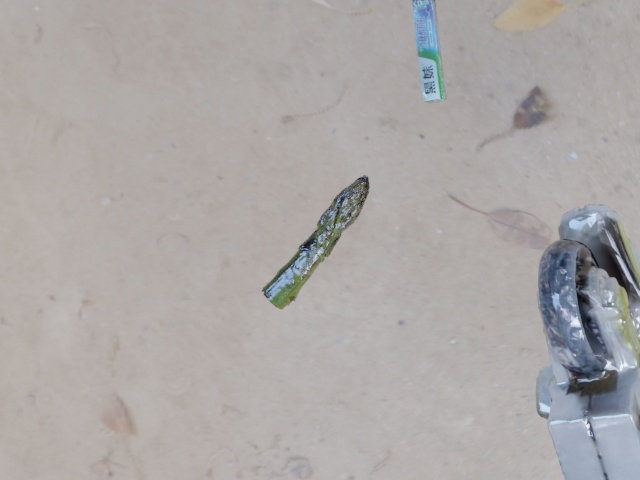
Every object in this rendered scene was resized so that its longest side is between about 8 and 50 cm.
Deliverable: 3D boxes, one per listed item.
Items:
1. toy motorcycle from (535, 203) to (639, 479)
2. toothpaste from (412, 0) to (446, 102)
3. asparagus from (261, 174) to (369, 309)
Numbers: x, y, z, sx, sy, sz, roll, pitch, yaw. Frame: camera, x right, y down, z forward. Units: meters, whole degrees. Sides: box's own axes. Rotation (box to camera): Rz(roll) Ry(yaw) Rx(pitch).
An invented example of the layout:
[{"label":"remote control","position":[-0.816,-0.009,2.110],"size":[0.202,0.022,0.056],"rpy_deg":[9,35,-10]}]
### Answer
[{"label":"toy motorcycle","position":[0.240,0.142,0.741],"size":[0.108,0.223,0.340],"rpy_deg":[-13,102,30]},{"label":"toothpaste","position":[0.083,-0.147,0.743],"size":[0.017,0.020,0.083],"rpy_deg":[-7,92,14]},{"label":"asparagus","position":[0.000,0.000,1.005],"size":[0.165,0.030,0.036],"rpy_deg":[-54,40,5]}]
